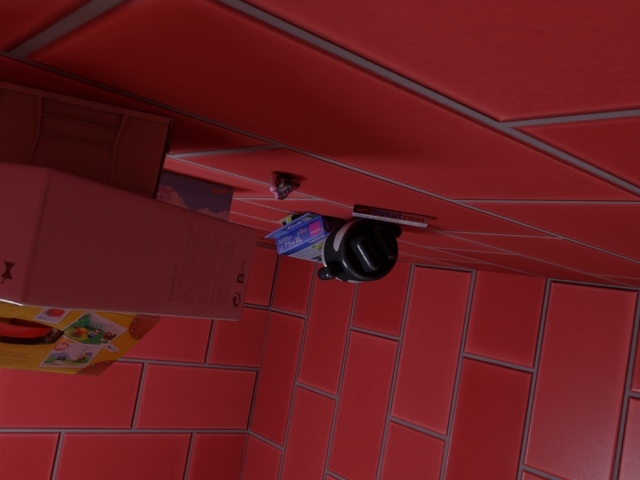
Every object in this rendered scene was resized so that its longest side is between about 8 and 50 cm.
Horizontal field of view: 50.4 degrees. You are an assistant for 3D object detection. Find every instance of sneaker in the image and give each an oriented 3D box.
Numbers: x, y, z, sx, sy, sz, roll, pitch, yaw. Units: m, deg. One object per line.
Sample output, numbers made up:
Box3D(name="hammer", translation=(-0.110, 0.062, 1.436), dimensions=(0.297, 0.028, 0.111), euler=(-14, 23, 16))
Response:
Box3D(name="sneaker", translation=(-0.067, -0.107, 1.364), dimensions=(0.057, 0.047, 0.119), euler=(-2, 176, 5))

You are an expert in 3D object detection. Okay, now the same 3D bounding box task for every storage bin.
Box3D(name="storage bin", translation=(-0.378, -0.139, 1.079), dimensions=(0.260, 0.123, 0.262), euler=(12, 176, -13))

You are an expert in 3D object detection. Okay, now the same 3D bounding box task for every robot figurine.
Box3D(name="robot figurine", translation=(0.108, 0.032, 1.865), dimensions=(0.209, 0.174, 0.278), euler=(9, 172, -18))

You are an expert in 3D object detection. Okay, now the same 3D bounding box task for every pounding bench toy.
Box3D(name="pounding bench toy", translation=(-0.074, -0.050, 2.074), dimensions=(0.083, 0.065, 0.052), euler=(-25, 156, 29))

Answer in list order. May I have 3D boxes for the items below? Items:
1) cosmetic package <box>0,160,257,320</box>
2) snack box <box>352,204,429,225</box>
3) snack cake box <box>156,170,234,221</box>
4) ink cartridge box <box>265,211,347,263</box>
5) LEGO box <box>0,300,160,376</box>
Box3D(name="cosmetic package", translation=(-0.312, 0.011, 0.990), dimensions=(0.230, 0.162, 0.453), euler=(9, 176, 26))
Box3D(name="snack box", translation=(0.165, -0.057, 1.611), dimensions=(0.178, 0.022, 0.064), euler=(9, 177, 5))
Box3D(name="snack cake box", translation=(-0.367, -0.113, 1.673), dimensions=(0.264, 0.089, 0.152), euler=(12, 176, -33))
Box3D(name="ink cartridge box", translation=(0.000, 0.000, 2.071), dimensions=(0.185, 0.065, 0.311), euler=(-26, 154, 31))
Box3D(name="LEGO box", translation=(-0.567, 0.009, 1.151), dimensions=(0.500, 0.193, 0.372), euler=(26, -153, -57))
